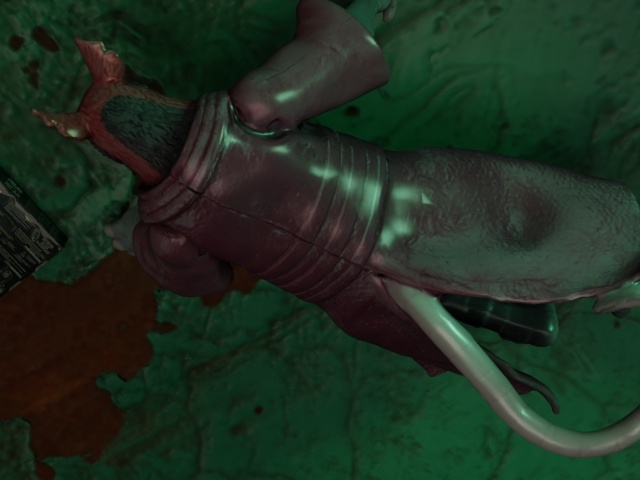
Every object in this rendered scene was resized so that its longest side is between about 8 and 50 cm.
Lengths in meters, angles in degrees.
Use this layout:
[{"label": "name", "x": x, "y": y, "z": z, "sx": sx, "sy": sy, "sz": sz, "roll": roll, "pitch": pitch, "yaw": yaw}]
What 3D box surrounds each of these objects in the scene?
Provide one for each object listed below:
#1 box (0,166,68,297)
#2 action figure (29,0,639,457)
[{"label": "box", "x": -0.224, "y": -0.008, "z": 0.991, "sx": 0.067, "sy": 0.018, "sz": 0.083, "roll": -37, "pitch": 108, "yaw": 15}, {"label": "action figure", "x": 0.000, "y": 0.000, "z": 0.867, "sx": 0.370, "sy": 0.276, "sz": 0.248, "roll": 21, "pitch": 119, "yaw": -22}]
